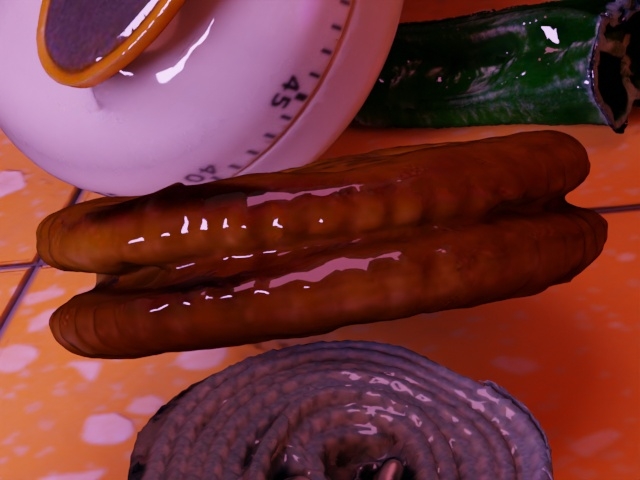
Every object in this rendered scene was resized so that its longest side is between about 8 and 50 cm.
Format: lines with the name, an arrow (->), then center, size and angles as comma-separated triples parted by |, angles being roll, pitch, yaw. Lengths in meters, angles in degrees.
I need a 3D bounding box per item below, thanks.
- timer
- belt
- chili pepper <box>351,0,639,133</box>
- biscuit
timer -> -0.054, -0.129, 0.959 | 0.233, 0.233, 0.240 | 12, 0, 39
belt -> 0.005, 0.105, 0.619 | 0.148, 0.082, 0.163 | 19, 33, 29
chili pepper -> 0.060, -0.090, 1.006 | 0.227, 0.059, 0.088 | 2, 25, 34
biscuit -> 0.000, 0.000, 0.753 | 0.220, 0.066, 0.220 | -10, 0, 0
